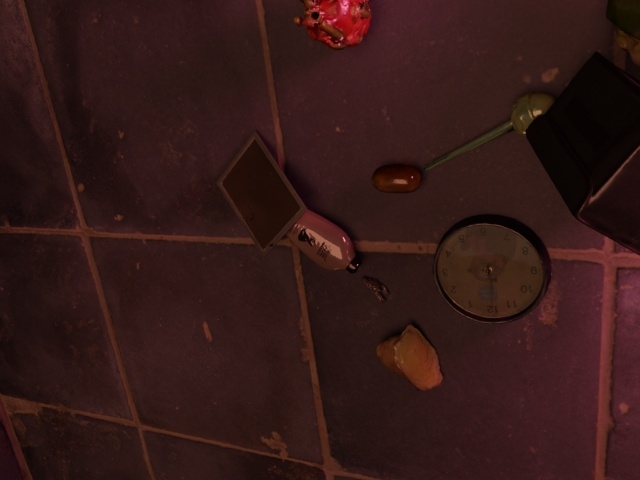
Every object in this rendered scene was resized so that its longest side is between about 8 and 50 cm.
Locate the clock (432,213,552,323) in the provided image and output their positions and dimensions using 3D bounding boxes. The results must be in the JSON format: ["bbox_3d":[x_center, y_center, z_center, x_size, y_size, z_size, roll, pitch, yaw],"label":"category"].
[{"bbox_3d":[0.408,0.075,1.423,0.280,0.055,0.281,10,115,22],"label":"clock"}]

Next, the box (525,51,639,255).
[{"bbox_3d":[0.561,-0.147,1.049,0.251,0.345,0.204,27,120,-14],"label":"box"}]

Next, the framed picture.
[{"bbox_3d":[-0.162,-0.123,1.587,0.216,0.016,0.273,-45,69,33],"label":"framed picture"}]

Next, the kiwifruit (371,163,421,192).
[{"bbox_3d":[0.184,-0.149,1.421,0.124,0.075,0.075,9,115,27],"label":"kiwifruit"}]

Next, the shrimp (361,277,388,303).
[{"bbox_3d":[0.151,0.128,1.588,0.092,0.029,0.038,44,115,-4],"label":"shrimp"}]

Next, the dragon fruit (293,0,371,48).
[{"bbox_3d":[0.031,-0.502,1.286,0.160,0.172,0.167,-9,106,29],"label":"dragon fruit"}]

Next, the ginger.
[{"bbox_3d":[0.239,0.335,1.605,0.193,0.115,0.122,53,145,-12],"label":"ginger"}]

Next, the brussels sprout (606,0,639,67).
[{"bbox_3d":[0.683,-0.369,0.967,0.371,0.276,0.315,48,126,-1],"label":"brussels sprout"}]

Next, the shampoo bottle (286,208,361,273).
[{"bbox_3d":[0.000,0.000,1.571,0.256,0.078,0.127,35,118,10],"label":"shampoo bottle"}]

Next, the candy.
[{"bbox_3d":[0.367,-0.226,1.313,0.335,0.093,0.092,-26,55,41],"label":"candy"}]
